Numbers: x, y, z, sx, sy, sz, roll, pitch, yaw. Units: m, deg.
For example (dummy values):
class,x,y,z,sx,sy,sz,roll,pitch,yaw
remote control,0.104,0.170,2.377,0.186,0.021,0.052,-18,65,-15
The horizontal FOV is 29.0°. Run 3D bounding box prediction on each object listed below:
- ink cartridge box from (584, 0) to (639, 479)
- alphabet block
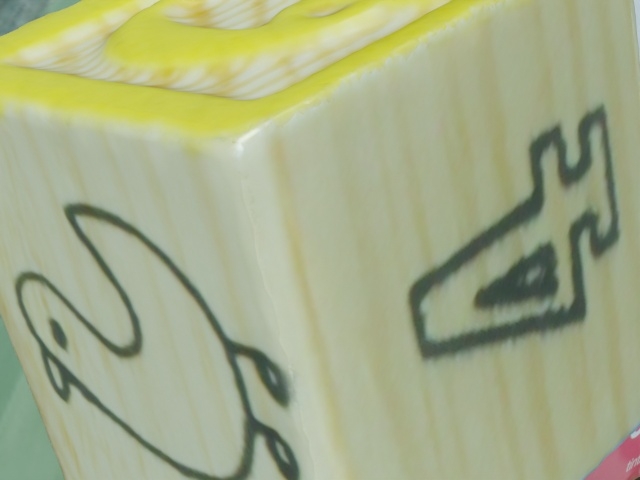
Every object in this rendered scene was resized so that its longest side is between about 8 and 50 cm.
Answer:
class,x,y,z,sx,sy,sz,roll,pitch,yaw
ink cartridge box,0.090,-0.092,0.638,0.160,0.279,0.384,-16,127,-43
alphabet block,0.000,0.000,0.470,0.193,0.192,0.197,-35,122,-36
